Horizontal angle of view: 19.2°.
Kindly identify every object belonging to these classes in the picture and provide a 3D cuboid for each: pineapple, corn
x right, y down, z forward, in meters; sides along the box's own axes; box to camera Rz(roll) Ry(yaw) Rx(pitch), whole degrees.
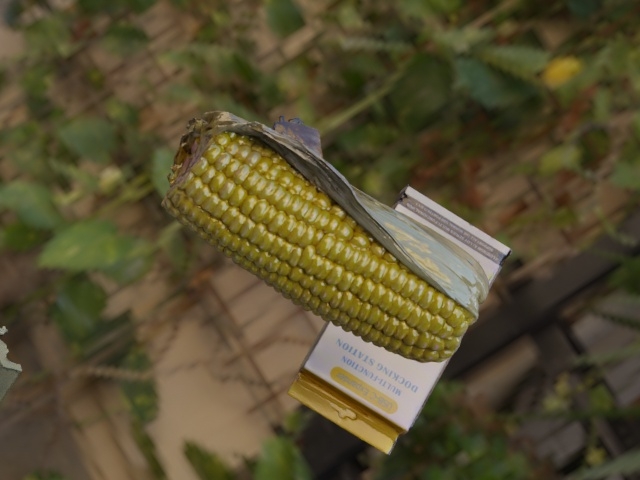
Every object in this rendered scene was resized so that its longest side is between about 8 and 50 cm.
[{"bbox_3d":[-0.036,-0.067,1.887,0.137,0.069,0.116,-138,-123,-68],"label":"pineapple"},{"bbox_3d":[0.002,-0.003,1.631,0.305,0.122,0.123,32,5,-2],"label":"corn"}]

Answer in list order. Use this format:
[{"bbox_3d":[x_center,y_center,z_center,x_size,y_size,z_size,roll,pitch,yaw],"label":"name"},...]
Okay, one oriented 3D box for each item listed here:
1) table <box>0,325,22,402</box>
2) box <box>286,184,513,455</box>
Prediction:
[{"bbox_3d":[-0.325,0.113,1.685,0.083,0.079,0.062,16,31,-38],"label":"table"},{"bbox_3d":[0.081,0.079,1.892,0.129,0.247,0.033,31,-16,-4],"label":"box"}]
